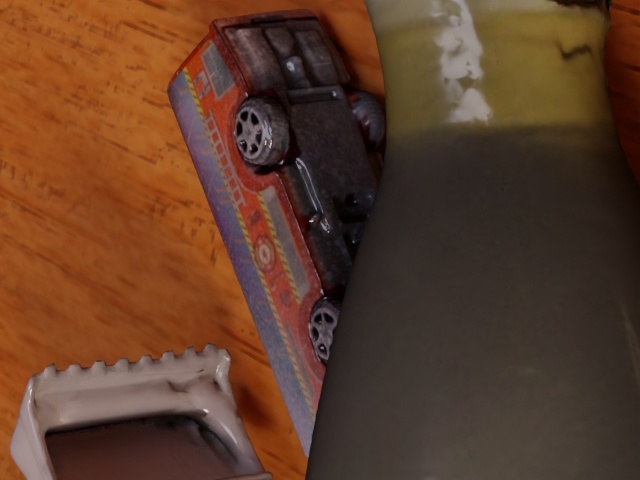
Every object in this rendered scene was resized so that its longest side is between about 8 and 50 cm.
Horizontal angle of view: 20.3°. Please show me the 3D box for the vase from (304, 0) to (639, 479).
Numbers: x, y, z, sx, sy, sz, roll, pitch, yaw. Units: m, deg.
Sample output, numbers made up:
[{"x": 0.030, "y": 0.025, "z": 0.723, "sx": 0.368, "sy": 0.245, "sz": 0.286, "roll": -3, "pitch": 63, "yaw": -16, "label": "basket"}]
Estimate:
[{"x": 0.067, "y": 0.030, "z": 0.609, "sx": 0.173, "sy": 0.173, "sz": 0.321, "roll": -8, "pitch": 83, "yaw": 45, "label": "vase"}]

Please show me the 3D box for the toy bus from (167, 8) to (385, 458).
[{"x": 0.000, "y": 0.000, "z": 0.732, "sx": 0.077, "sy": 0.065, "sz": 0.192, "roll": -40, "pitch": 67, "yaw": 52, "label": "toy bus"}]

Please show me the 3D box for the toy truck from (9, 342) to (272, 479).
[{"x": -0.094, "y": 0.189, "z": 0.794, "sx": 0.111, "sy": 0.136, "sz": 0.286, "roll": 38, "pitch": 122, "yaw": 41, "label": "toy truck"}]
